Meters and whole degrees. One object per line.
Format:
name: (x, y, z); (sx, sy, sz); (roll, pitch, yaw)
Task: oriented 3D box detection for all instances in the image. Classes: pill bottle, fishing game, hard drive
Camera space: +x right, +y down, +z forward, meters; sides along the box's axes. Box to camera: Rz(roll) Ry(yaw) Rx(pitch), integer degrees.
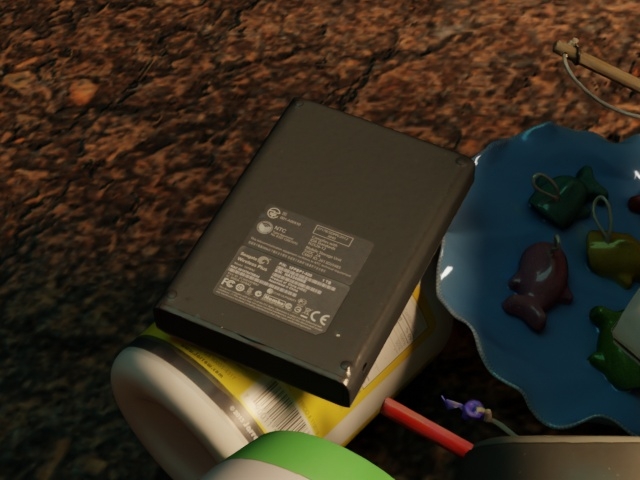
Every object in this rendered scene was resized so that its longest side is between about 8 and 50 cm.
pill bottle: (-0.002, 0.040, 0.700); (0.103, 0.103, 0.184); (27, 57, 39)
fishing game: (0.145, 0.015, 0.675); (0.189, 0.041, 0.264); (30, 53, 6)
hard drive: (0.000, 0.000, 0.650); (0.094, 0.022, 0.135); (21, 57, 16)

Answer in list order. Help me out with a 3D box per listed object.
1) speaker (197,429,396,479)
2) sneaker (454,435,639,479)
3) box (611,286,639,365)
speaker: (-0.067, 0.210, 0.521); (0.131, 0.131, 0.296); (17, 52, 33)
sneaker: (0.084, 0.137, 0.468); (0.101, 0.267, 0.106); (-4, 69, 13)
box: (0.268, 0.001, 0.497); (0.262, 0.127, 0.231); (-58, 39, 11)
